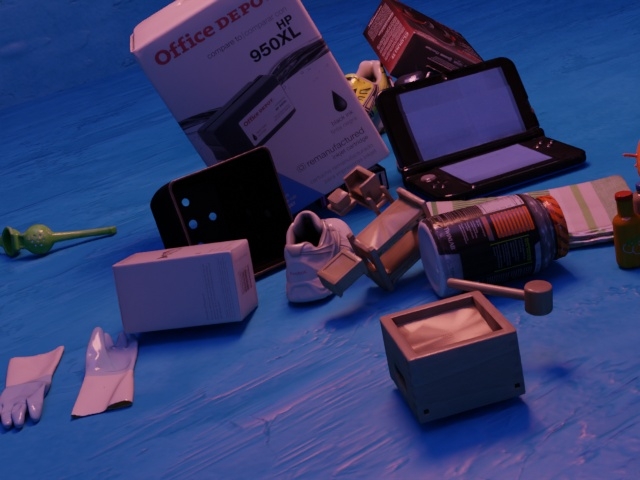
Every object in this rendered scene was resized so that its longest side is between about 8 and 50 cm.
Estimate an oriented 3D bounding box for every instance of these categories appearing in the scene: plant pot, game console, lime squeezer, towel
[{"bbox_3d":[-0.171,-0.028,1.817,0.188,0.187,0.167,-25,11,-31],"label":"plant pot"},{"bbox_3d":[0.282,-0.201,2.010,0.293,0.173,0.250,-18,21,-15],"label":"game console"},{"bbox_3d":[-0.550,-0.009,2.132,0.310,0.059,0.110,-5,22,20],"label":"lime squeezer"},{"bbox_3d":[0.325,-0.036,1.745,0.324,0.038,0.248,-10,19,6],"label":"towel"}]

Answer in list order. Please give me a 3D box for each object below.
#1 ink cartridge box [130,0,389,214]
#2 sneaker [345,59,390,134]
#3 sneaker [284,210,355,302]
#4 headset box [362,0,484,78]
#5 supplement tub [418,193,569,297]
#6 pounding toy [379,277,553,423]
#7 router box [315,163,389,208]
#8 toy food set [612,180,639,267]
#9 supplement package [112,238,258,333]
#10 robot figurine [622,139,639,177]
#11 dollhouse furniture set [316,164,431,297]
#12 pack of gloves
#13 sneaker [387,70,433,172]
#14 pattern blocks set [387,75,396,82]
[{"bbox_3d":[-0.106,-0.254,1.947,0.285,0.395,0.166,-32,23,4],"label":"ink cartridge box"},{"bbox_3d":[0.036,-0.264,2.354,0.145,0.147,0.384,1,25,27],"label":"sneaker"},{"bbox_3d":[0.000,0.000,1.713,0.090,0.115,0.232,-7,21,14],"label":"sneaker"},{"bbox_3d":[0.237,-0.403,2.463,0.218,0.110,0.293,22,22,-22],"label":"headset box"},{"bbox_3d":[0.240,0.003,1.570,0.190,0.117,0.117,-14,20,-8],"label":"supplement tub"},{"bbox_3d":[0.182,0.117,1.329,0.206,0.094,0.181,-15,21,-8],"label":"pounding toy"},{"bbox_3d":[0.035,-0.118,2.109,0.133,0.046,0.179,-17,20,-12],"label":"router box"},{"bbox_3d":[0.515,-0.042,1.553,0.232,0.105,0.111,-9,20,8],"label":"toy food set"},{"bbox_3d":[-0.194,0.066,1.639,0.179,0.105,0.105,-8,9,11],"label":"supplement package"},{"bbox_3d":[0.577,-0.126,1.709,0.219,0.128,0.158,-1,36,28],"label":"robot figurine"},{"bbox_3d":[0.054,0.005,1.652,0.182,0.101,0.161,-42,43,-15],"label":"dollhouse furniture set"},{"bbox_3d":[-0.352,0.175,1.547,0.195,0.046,0.232,-12,20,-2],"label":"pack of gloves"},{"bbox_3d":[0.185,-0.234,2.179,0.099,0.153,0.282,-9,21,8],"label":"sneaker"},{"bbox_3d":[0.204,-0.352,2.666,0.285,0.026,0.325,-6,21,16],"label":"pattern blocks set"}]
